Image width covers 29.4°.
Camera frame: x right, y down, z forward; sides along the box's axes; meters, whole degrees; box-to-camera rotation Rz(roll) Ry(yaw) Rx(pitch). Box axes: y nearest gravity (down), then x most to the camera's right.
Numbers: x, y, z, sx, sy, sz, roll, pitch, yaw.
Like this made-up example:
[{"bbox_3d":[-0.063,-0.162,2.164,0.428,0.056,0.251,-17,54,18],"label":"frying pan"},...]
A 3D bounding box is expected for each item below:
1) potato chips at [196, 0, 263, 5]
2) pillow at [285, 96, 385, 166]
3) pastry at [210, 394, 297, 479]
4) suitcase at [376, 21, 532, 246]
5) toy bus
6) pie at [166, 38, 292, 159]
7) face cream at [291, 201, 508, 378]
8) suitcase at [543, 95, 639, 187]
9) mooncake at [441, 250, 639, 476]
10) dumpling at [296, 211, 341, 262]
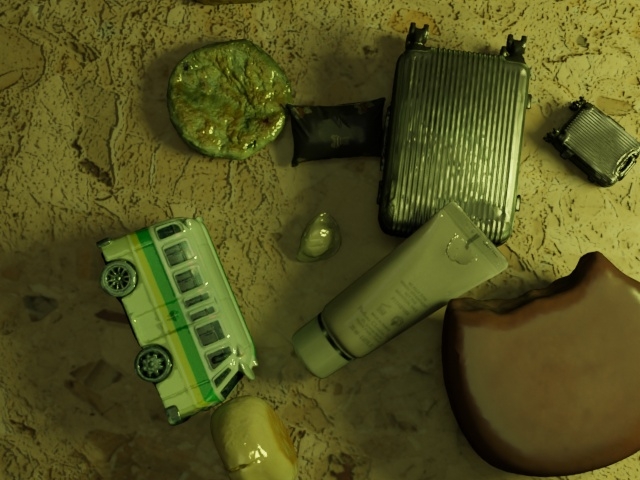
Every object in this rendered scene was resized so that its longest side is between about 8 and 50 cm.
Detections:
[{"bbox_3d":[-0.015,-0.406,1.812,0.406,0.057,0.080,-14,88,0],"label":"potato chips"},{"bbox_3d":[0.026,-0.160,1.793,0.150,0.048,0.090,-4,81,-2],"label":"pillow"},{"bbox_3d":[-0.092,0.293,1.701,0.092,0.156,0.156,-30,85,8],"label":"pastry"},{"bbox_3d":[0.190,-0.144,1.747,0.202,0.128,0.312,8,86,0],"label":"suitcase"},{"bbox_3d":[-0.197,0.108,1.729,0.164,0.133,0.276,-23,85,-1],"label":"toy bus"},{"bbox_3d":[-0.134,-0.208,1.804,0.186,0.041,0.187,0,84,1],"label":"pie"},{"bbox_3d":[0.101,0.081,1.709,0.314,0.089,0.143,-35,118,16],"label":"face cream"},{"bbox_3d":[0.401,-0.141,1.781,0.126,0.059,0.086,40,87,2],"label":"suitcase"},{"bbox_3d":[0.320,0.171,1.692,0.333,0.174,0.326,37,88,3],"label":"mooncake"},{"bbox_3d":[0.001,0.000,1.784,0.059,0.043,0.077,26,82,-19],"label":"dumpling"}]
